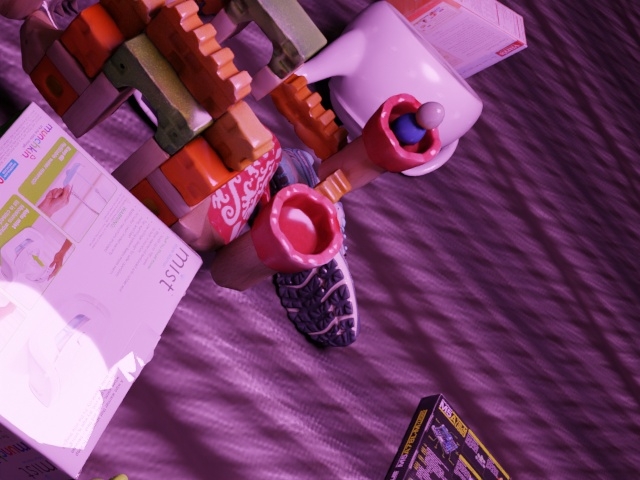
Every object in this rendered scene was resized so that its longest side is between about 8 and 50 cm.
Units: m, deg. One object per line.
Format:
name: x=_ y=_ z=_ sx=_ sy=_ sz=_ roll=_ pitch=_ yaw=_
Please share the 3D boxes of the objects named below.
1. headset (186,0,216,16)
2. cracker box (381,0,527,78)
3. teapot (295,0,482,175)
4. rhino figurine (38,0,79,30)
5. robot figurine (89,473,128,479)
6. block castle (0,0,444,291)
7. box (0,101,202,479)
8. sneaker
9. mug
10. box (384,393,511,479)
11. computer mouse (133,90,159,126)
headset: x=-0.138 y=-0.412 z=1.280 sx=0.394 sy=0.185 sz=0.243 roll=-7 pitch=74 yaw=-32
cracker box: x=0.217 y=-0.360 z=1.578 sx=0.232 sy=0.156 sz=0.067 roll=17 pitch=61 yaw=-42
teapot: x=0.105 y=-0.212 z=1.388 sx=0.256 sy=0.187 sz=0.252 roll=46 pitch=16 yaw=1
rhino figurine: x=-0.318 y=-0.353 z=1.083 sx=0.106 sy=0.073 sz=0.243 roll=-4 pitch=78 yaw=-44
robot figurine: x=-0.227 y=0.280 z=0.910 sx=0.101 sy=0.067 sz=0.115 roll=53 pitch=44 yaw=-8
block castle: x=-0.096 y=-0.198 z=0.982 sx=0.453 sy=0.213 sz=0.303 roll=52 pitch=49 yaw=-7
box: x=-0.268 y=0.051 z=0.848 sx=0.231 sy=0.127 sz=0.262 roll=45 pitch=46 yaw=-23
sneaker: x=0.000 y=0.000 z=1.237 sx=0.122 sy=0.110 sz=0.283 roll=-22 pitch=90 yaw=-52
mug: x=-0.120 y=-0.050 z=1.126 sx=0.169 sy=0.113 sz=0.150 roll=-61 pitch=151 yaw=-33
box: x=0.182 y=0.348 z=1.324 sx=0.190 sy=0.045 sz=0.184 roll=50 pitch=42 yaw=-18
computer mouse: x=-0.211 y=-0.189 z=1.149 sx=0.193 sy=0.042 sz=0.106 roll=51 pitch=39 yaw=-10
